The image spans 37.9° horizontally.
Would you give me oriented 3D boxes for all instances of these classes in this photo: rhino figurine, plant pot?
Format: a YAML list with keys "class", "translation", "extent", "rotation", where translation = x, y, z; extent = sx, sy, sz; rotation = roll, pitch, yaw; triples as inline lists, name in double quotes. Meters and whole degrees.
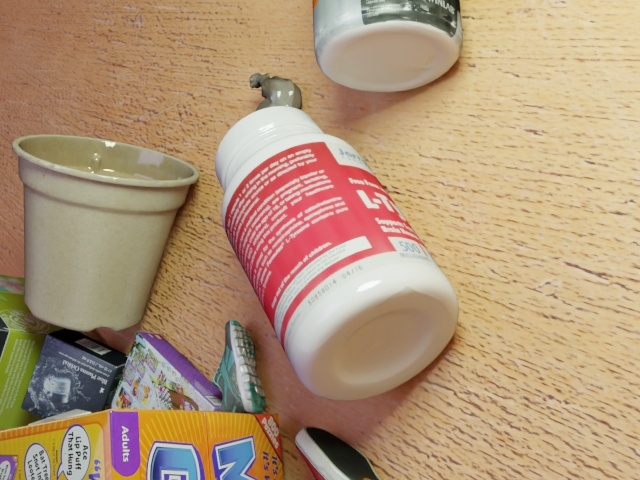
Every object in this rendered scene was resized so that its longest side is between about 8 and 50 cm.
- class: "rhino figurine"
  translation: [-0.090, -0.161, 1.555]
  extent: [0.106, 0.073, 0.243]
  rotation: [8, 86, 52]
- class: "plant pot"
  translation: [-0.413, -0.008, 1.715]
  extent: [0.334, 0.334, 0.305]
  rotation: [28, 110, 49]

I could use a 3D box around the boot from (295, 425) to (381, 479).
- class: "boot"
  translation: [0.017, 0.383, 1.263]
  extent: [0.244, 0.088, 0.176]
  rotation: [42, 112, 42]

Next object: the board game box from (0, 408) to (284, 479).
- class: "board game box"
  translation: [-0.285, 0.437, 1.293]
  extent: [0.356, 0.356, 0.356]
  rotation: [-15, 72, 30]

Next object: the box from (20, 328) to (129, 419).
- class: "box"
  translation: [-0.456, 0.270, 1.763]
  extent: [0.156, 0.093, 0.158]
  rotation: [23, 98, 11]

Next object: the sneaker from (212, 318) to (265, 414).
- class: "sneaker"
  translation: [-0.143, 0.207, 1.493]
  extent: [0.076, 0.065, 0.166]
  rotation: [-23, 58, 17]

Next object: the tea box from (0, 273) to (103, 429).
- class: "tea box"
  translation: [-0.679, 0.216, 1.905]
  extent: [0.329, 0.324, 0.219]
  rotation: [31, 102, 47]

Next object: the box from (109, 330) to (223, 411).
- class: "box"
  translation: [-0.267, 0.310, 1.619]
  extent: [0.293, 0.057, 0.200]
  rotation: [32, 104, 48]

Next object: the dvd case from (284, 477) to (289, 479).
- class: "dvd case"
  translation: [-0.046, 0.419, 1.374]
  extent: [0.087, 0.013, 0.119]
  rotation: [7, 83, 49]

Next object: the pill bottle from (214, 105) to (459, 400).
- class: "pill bottle"
  translation: [0.000, 0.000, 1.285]
  extent: [0.229, 0.229, 0.407]
  rotation: [-52, 46, 24]

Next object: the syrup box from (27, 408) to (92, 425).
- class: "syrup box"
  translation: [-0.425, 0.421, 1.622]
  extent: [0.093, 0.096, 0.236]
  rotation: [-11, 94, 59]

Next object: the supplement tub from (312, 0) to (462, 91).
- class: "supplement tub"
  translation: [0.088, -0.401, 1.325]
  extent: [0.207, 0.207, 0.337]
  rotation: [-21, 63, 43]
